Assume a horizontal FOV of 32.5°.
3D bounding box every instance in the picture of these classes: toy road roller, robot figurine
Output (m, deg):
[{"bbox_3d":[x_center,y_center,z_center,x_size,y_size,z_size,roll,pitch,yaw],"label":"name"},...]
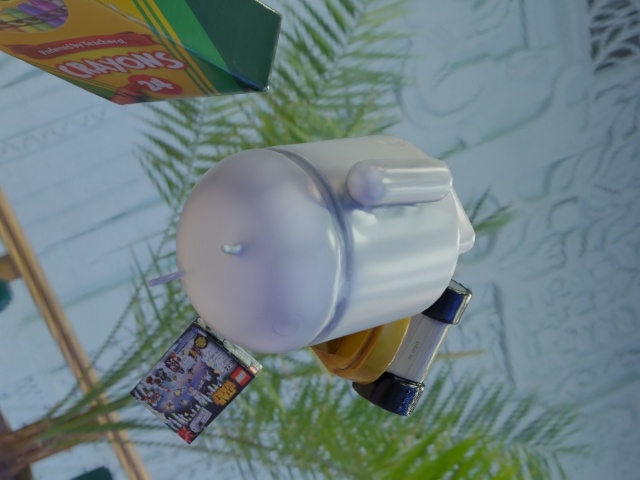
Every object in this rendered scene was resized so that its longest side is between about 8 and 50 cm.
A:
[{"bbox_3d":[0.035,0.079,1.555,0.240,0.203,0.329,22,10,-25],"label":"toy road roller"},{"bbox_3d":[0.000,0.000,1.115,0.300,0.353,0.200,-41,-111,42],"label":"robot figurine"}]

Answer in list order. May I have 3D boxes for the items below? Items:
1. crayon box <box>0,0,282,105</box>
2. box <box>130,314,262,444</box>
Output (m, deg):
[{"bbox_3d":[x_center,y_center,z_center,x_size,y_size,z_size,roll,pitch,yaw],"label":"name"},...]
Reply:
[{"bbox_3d":[-0.211,-0.206,0.914,0.318,0.202,0.081,23,74,-47],"label":"crayon box"},{"bbox_3d":[-0.142,0.159,1.249,0.094,0.137,0.027,41,28,-3],"label":"box"}]
